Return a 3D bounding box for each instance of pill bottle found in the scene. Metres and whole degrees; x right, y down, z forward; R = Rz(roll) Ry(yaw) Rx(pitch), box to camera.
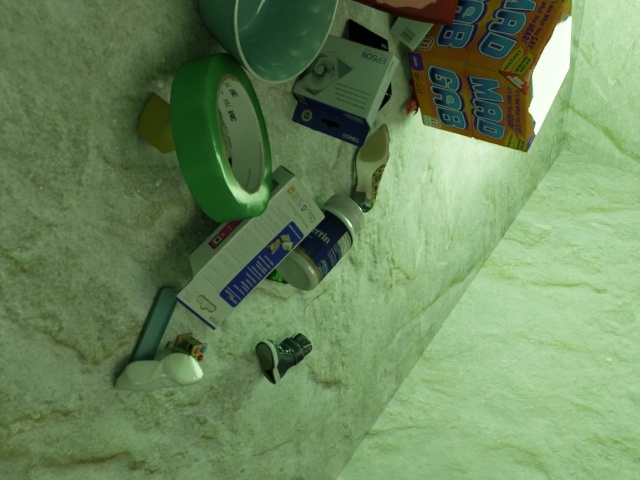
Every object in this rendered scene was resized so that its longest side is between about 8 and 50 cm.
[{"bbox_3d":[0.000,0.000,1.942,0.265,0.153,0.153,-48,148,-29],"label":"pill bottle"}]

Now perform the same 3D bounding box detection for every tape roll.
[{"bbox_3d":[-0.185,-0.198,1.374,0.321,0.077,0.321,-10,90,-74],"label":"tape roll"}]

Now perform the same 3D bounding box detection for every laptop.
[{"bbox_3d":[0.081,-0.420,1.888,0.264,0.136,0.234,-46,158,23],"label":"laptop"}]

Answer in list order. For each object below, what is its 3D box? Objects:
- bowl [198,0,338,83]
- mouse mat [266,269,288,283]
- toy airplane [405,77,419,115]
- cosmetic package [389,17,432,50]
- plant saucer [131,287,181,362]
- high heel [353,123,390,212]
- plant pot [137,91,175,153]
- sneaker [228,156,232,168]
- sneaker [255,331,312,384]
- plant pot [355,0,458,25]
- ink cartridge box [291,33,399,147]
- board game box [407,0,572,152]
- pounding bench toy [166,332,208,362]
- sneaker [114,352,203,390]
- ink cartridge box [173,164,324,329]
[{"bbox_3d":[-0.114,-0.473,1.349,0.311,0.163,0.311,-39,143,-38],"label":"bowl"},{"bbox_3d":[-0.086,0.031,1.992,0.190,0.007,0.152,-64,152,2],"label":"mouse mat"},{"bbox_3d":[0.299,-0.460,2.210,0.151,0.028,0.151,-42,145,-39],"label":"toy airplane"},{"bbox_3d":[0.348,-0.702,1.830,0.284,0.097,0.377,-51,-178,-20],"label":"cosmetic package"},{"bbox_3d":[-0.378,0.195,1.617,0.067,0.018,0.192,13,102,-62],"label":"plant saucer"},{"bbox_3d":[0.156,-0.216,2.144,0.186,0.093,0.261,40,68,-80],"label":"high heel"},{"bbox_3d":[-0.299,-0.216,1.344,0.083,0.081,0.081,-51,152,-1],"label":"plant pot"},{"bbox_3d":[-0.144,-0.081,1.667,0.140,0.125,0.341,-61,152,-2],"label":"sneaker"},{"bbox_3d":[-0.105,0.319,2.099,0.163,0.086,0.226,-38,154,-22],"label":"sneaker"},{"bbox_3d":[0.152,-0.644,1.584,0.236,0.267,0.267,-18,130,-38],"label":"plant pot"},{"bbox_3d":[0.045,-0.358,1.655,0.045,0.223,0.224,11,102,-61],"label":"ink cartridge box"},{"bbox_3d":[0.518,-0.547,2.127,0.356,0.356,0.356,-60,153,-18],"label":"board game box"},{"bbox_3d":[-0.326,0.267,1.716,0.083,0.065,0.052,1,112,-60],"label":"pounding bench toy"},{"bbox_3d":[-0.378,0.317,1.644,0.212,0.080,0.094,7,144,-43],"label":"sneaker"},{"bbox_3d":[-0.162,0.019,1.573,0.371,0.069,0.176,-47,142,-8],"label":"ink cartridge box"}]
